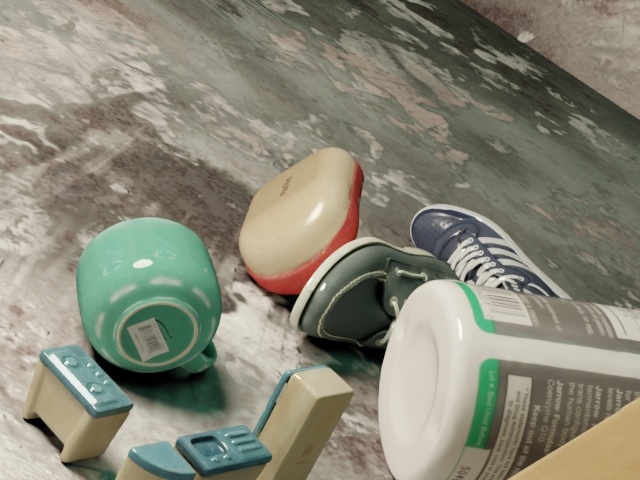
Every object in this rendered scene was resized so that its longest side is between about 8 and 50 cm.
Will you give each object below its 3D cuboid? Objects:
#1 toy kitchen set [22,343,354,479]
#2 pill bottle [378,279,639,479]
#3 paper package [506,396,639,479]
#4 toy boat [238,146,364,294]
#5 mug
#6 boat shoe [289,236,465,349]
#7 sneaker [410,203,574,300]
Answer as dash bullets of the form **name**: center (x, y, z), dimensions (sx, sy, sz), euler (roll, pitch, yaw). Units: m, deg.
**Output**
- **toy kitchen set**: center (-0.111, 0.134, 1.147), dimensions (0.166, 0.122, 0.207), euler (41, 25, 30)
- **pill bottle**: center (0.256, 0.161, 1.335), dimensions (0.361, 0.204, 0.204), euler (10, 27, -16)
- **paper package**: center (0.330, 0.278, 1.057), dimensions (0.310, 0.168, 0.325), euler (-26, 36, -22)
- **toy boat**: center (0.000, 0.000, 1.592), dimensions (0.151, 0.151, 0.231), euler (54, 17, -15)
- **mug**: center (-0.144, 0.061, 1.259), dimensions (0.158, 0.129, 0.097), euler (17, 27, -25)
- **boat shoe**: center (0.081, 0.069, 1.528), dimensions (0.099, 0.116, 0.319), euler (36, 18, 24)
- **sneaker**: center (0.205, 0.052, 1.728), dimensions (0.282, 0.099, 0.153), euler (40, 23, 21)
